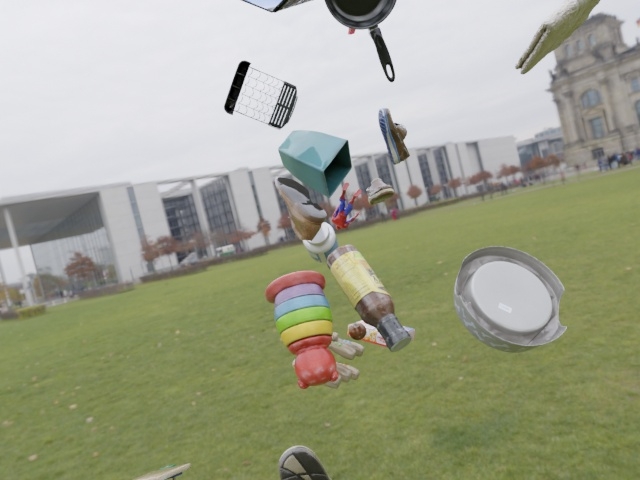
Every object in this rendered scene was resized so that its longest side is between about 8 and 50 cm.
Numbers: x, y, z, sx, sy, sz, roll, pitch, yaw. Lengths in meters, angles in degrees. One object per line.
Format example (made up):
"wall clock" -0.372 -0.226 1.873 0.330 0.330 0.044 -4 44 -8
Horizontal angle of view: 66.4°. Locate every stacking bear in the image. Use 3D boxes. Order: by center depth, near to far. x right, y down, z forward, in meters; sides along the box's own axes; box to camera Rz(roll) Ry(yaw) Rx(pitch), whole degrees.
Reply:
"stacking bear" -0.036 0.242 1.300 0.176 0.288 0.164 -13 -24 -7

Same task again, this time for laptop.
"laptop" -0.083 -0.728 1.355 0.264 0.136 0.234 -26 15 42

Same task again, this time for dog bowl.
"dog bowl" 0.573 0.185 1.505 0.349 0.348 0.102 -14 -34 -18

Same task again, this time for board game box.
"board game box" 0.216 0.327 1.739 0.194 0.045 0.147 9 8 35

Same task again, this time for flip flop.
"flip flop" -0.009 0.540 1.003 0.112 0.277 0.080 -26 6 -13

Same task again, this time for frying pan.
"frying pan" 0.143 -0.593 1.245 0.197 0.326 0.053 -45 25 8

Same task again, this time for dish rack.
"dish rack" -0.226 -0.561 1.925 0.272 0.208 0.074 18 15 -22

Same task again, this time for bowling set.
"bowling set" 0.048 0.332 1.521 0.154 0.199 0.287 21 -5 20

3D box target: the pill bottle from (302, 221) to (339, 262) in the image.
"pill bottle" 0.000 0.000 1.837 0.124 0.124 0.221 -14 -19 3

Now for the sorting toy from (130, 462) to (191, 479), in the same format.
"sorting toy" -0.423 0.617 1.238 0.132 0.046 0.274 -20 -16 17

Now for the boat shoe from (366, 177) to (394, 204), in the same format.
"boat shoe" 0.238 -0.213 2.060 0.095 0.095 0.257 -15 -2 -9

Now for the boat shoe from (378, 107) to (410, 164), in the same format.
"boat shoe" 0.226 -0.324 1.488 0.066 0.183 0.066 -23 33 -2

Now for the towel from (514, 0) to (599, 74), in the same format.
"towel" 0.612 -0.542 1.253 0.187 0.049 0.282 -41 -8 4

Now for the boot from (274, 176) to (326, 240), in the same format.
"boot" -0.087 -0.111 1.618 0.112 0.115 0.305 2 34 -30

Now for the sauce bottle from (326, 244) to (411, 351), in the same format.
"sauce bottle" 0.140 0.165 1.418 0.112 0.344 0.111 -23 -33 -16

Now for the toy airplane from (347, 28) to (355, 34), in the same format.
"toy airplane" 0.126 -0.694 1.464 0.028 0.151 0.151 7 -11 -36

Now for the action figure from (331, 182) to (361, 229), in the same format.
"action figure" 0.122 -0.152 2.103 0.139 0.092 0.280 -50 -12 -35

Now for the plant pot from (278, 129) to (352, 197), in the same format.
"plant pot" -0.030 -0.305 1.835 0.234 0.165 0.165 26 -23 22
